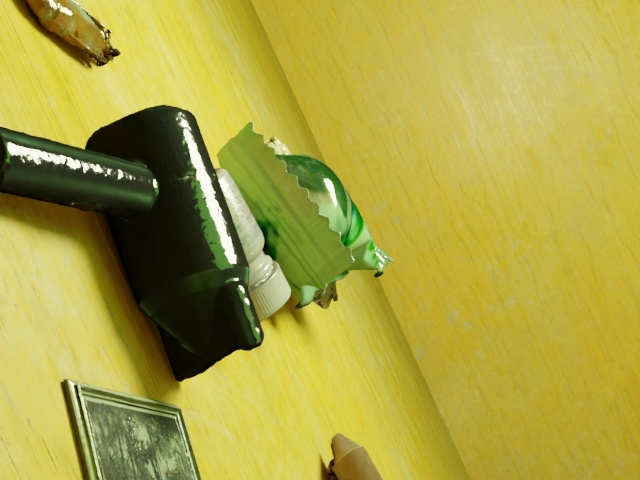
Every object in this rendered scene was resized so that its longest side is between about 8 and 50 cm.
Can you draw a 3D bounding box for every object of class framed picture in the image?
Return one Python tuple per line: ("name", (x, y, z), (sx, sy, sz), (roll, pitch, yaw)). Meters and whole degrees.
("framed picture", (-0.130, 0.183, 0.615), (0.183, 0.011, 0.142), (47, 20, -66))

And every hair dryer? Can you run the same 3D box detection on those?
("hair dryer", (-0.169, -0.003, 0.668), (0.302, 0.116, 0.244), (12, 53, -67))

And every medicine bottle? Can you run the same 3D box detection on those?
("medicine bottle", (-0.114, 0.011, 0.906), (0.105, 0.105, 0.168), (-90, 154, -72))

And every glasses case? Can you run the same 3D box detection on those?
("glasses case", (0.053, 0.370, 1.133), (0.194, 0.070, 0.102), (62, -19, -14))

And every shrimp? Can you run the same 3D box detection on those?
("shrimp", (-0.270, -0.244, 0.864), (0.091, 0.043, 0.184), (66, 8, 28))

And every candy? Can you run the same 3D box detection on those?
("candy", (-0.007, -0.041, 1.270), (0.263, 0.172, 0.398), (56, 18, 8))

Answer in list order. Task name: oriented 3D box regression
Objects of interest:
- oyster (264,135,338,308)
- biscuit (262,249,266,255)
("oyster", (-0.064, -0.029, 1.459), (0.201, 0.107, 0.355), (30, 43, -41))
("biscuit", (-0.122, 0.005, 1.065), (0.056, 0.052, 0.188), (56, 4, 13))
